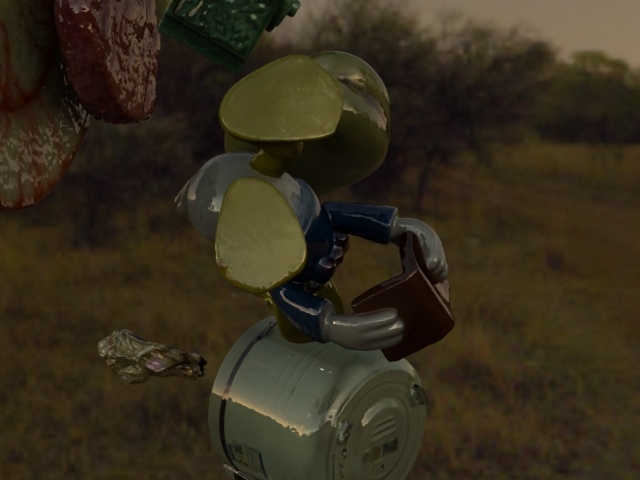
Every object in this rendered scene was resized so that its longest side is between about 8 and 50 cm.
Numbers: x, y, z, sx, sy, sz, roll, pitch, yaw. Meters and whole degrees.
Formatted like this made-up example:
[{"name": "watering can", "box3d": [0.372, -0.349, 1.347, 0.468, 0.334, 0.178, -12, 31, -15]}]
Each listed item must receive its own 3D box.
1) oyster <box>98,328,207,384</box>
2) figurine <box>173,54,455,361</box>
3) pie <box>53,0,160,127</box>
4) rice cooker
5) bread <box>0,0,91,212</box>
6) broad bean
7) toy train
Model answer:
[{"name": "oyster", "box3d": [-0.275, 0.189, 2.113, 0.191, 0.081, 0.163, 12, -10, 46]}, {"name": "figurine", "box3d": [0.000, 0.000, 1.285, 0.283, 0.205, 0.338, 26, -13, -6]}, {"name": "pie", "box3d": [-0.185, -0.192, 1.205, 0.049, 0.182, 0.182, -5, 3, 13]}, {"name": "rice cooker", "box3d": [-0.008, 0.211, 1.632, 0.244, 0.226, 0.226, 17, 14, 37]}, {"name": "bread", "box3d": [-0.324, -0.169, 1.140, 0.114, 0.295, 0.328, -7, -40, 23]}, {"name": "broad bean", "box3d": [-0.012, -0.132, 1.657, 0.189, 0.121, 0.263, 26, -29, -23]}, {"name": "toy train", "box3d": [-0.082, -0.369, 1.760, 0.167, 0.299, 0.238, 29, 28, -7]}]
